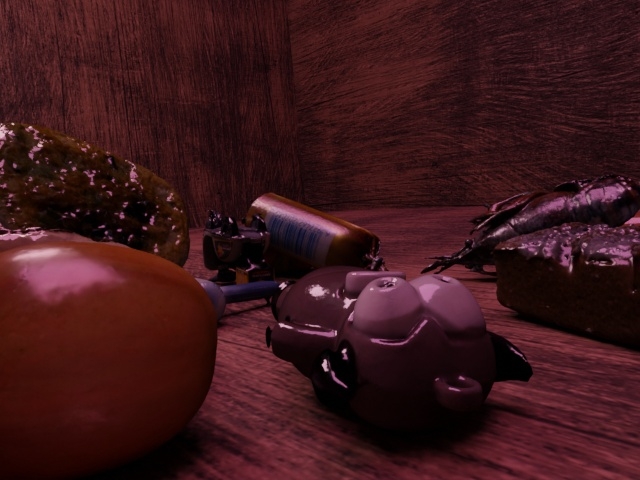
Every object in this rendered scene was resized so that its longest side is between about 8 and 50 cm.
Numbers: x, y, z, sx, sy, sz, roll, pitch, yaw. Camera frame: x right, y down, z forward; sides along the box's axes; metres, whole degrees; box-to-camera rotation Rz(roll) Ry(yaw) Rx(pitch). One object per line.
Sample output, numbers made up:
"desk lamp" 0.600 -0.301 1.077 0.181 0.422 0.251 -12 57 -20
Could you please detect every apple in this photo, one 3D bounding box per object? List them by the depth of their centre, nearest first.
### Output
"apple" -0.174 0.082 0.376 0.199 0.199 0.199 -5 7 1

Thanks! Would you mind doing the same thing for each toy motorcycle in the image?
"toy motorcycle" -0.175 0.021 0.988 0.091 0.157 0.263 -6 8 -31

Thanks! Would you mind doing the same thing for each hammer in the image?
"hammer" -0.142 0.087 0.783 0.194 0.069 0.116 -4 3 -38

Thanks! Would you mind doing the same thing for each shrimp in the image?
"shrimp" 0.357 0.005 0.856 0.372 0.172 0.137 -25 13 37

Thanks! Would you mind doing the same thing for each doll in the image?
"doll" 0.047 0.082 0.436 0.182 0.117 0.257 -2 2 -23

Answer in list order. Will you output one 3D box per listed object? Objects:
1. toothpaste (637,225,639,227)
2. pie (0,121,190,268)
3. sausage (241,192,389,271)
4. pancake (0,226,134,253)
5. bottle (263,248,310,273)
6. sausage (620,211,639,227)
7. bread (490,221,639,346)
"toothpaste" 0.508 0.035 0.623 0.071 0.089 0.313 -10 7 -6
"pie" -0.332 -0.045 0.726 0.070 0.323 0.323 -42 -11 26
"sausage" 0.001 -0.001 1.017 0.318 0.117 0.125 22 41 26
"pancake" -0.278 0.074 0.511 0.283 0.048 0.282 -19 -27 -10
"bottle" -0.045 0.035 1.121 0.187 0.069 0.069 -7 7 -8
"sausage" 0.595 -0.013 0.972 0.289 0.086 0.086 -1 8 27
"bread" 0.380 0.049 0.491 0.165 0.113 0.417 -10 9 -24
